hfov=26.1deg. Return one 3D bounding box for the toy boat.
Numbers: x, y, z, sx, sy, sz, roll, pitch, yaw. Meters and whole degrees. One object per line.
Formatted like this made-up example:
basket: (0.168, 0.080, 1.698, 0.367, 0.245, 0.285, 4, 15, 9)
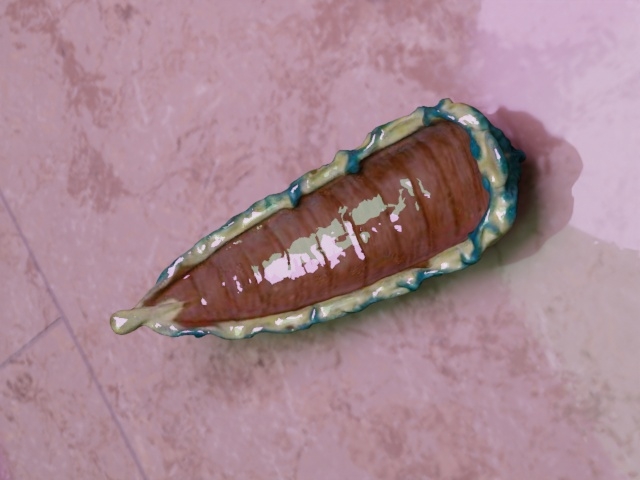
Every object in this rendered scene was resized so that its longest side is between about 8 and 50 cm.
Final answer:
toy boat: (0.002, 0.001, 0.912, 0.293, 0.099, 0.108, -24, 79, 21)
